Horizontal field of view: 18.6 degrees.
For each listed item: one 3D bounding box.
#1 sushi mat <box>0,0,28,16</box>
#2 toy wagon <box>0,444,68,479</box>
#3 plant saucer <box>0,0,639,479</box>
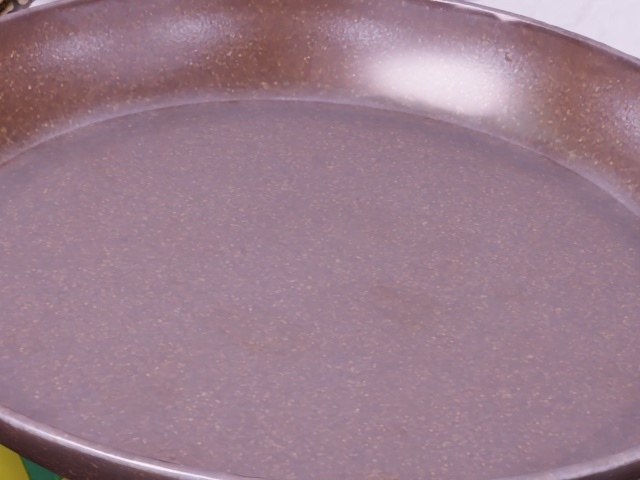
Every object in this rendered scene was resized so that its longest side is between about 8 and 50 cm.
[{"bbox_3d":[-0.266,-0.142,1.018,0.151,0.019,0.316,-42,43,-14],"label":"sushi mat"},{"bbox_3d":[-0.145,0.056,0.718,0.267,0.068,0.344,-32,42,-3],"label":"toy wagon"},{"bbox_3d":[0.000,0.000,0.619,0.311,0.050,0.310,3,30,-2],"label":"plant saucer"}]
